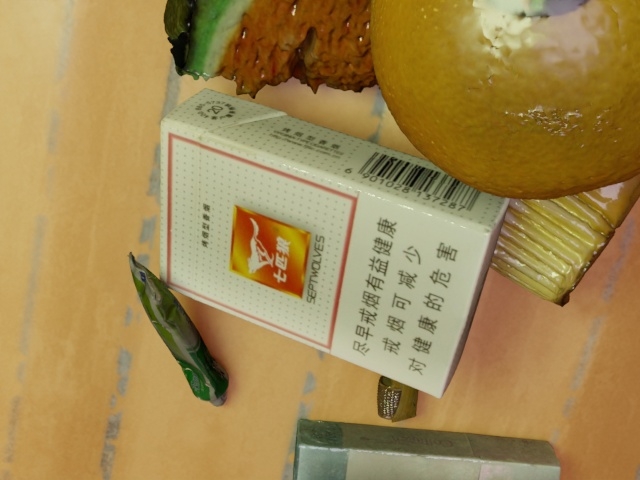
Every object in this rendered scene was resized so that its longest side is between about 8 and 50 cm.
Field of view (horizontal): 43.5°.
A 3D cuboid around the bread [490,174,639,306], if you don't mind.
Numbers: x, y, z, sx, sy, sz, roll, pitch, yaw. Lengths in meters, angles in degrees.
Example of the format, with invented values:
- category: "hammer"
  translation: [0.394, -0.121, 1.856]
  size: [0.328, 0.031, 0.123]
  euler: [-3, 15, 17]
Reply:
- category: "bread"
  translation: [0.262, -0.089, 0.820]
  size: [0.156, 0.204, 0.288]
  euler: [35, 102, 14]

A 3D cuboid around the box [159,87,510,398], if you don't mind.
- category: "box"
  translation: [0.000, 0.000, 0.799]
  size: [0.330, 0.095, 0.210]
  euler: [19, 127, 14]

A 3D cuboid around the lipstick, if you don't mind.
- category: "lipstick"
  translation: [0.126, 0.274, 0.980]
  size: [0.317, 0.066, 0.068]
  euler: [5, 105, -2]

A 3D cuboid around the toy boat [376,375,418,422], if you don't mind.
- category: "toy boat"
  translation: [0.092, 0.147, 0.952]
  size: [0.048, 0.047, 0.149]
  euler: [0, 107, 0]

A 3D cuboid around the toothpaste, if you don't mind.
- category: "toothpaste"
  translation: [-0.152, 0.113, 0.891]
  size: [0.046, 0.078, 0.248]
  euler: [-31, 136, -11]

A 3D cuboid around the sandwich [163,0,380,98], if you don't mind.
- category: "sandwich"
  translation: [0.020, -0.243, 0.789]
  size: [0.301, 0.162, 0.250]
  euler: [20, 137, -23]

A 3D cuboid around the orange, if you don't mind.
- category: "orange"
  translation: [0.167, -0.166, 0.607]
  size: [0.274, 0.274, 0.274]
  euler: [0, 107, 0]
